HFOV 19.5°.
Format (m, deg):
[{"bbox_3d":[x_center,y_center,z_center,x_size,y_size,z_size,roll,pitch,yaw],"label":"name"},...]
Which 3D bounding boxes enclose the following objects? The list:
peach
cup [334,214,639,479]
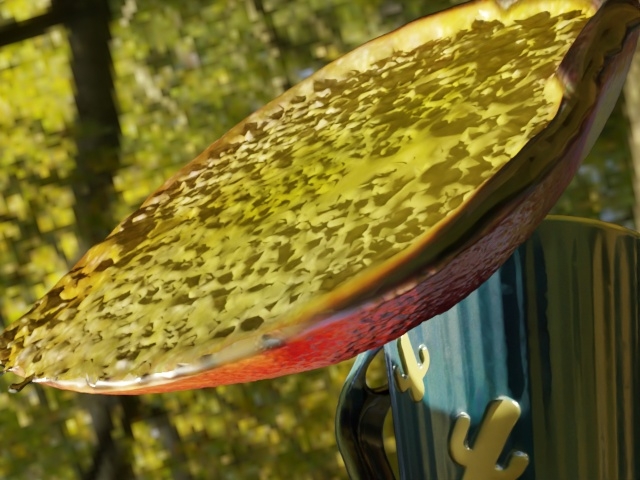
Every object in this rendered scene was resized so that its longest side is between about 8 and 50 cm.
[{"bbox_3d":[0.003,0.002,0.673,0.279,0.068,0.189,-28,-159,16],"label":"peach"},{"bbox_3d":[0.078,0.090,0.834,0.131,0.155,0.176,20,147,-38],"label":"cup"}]
